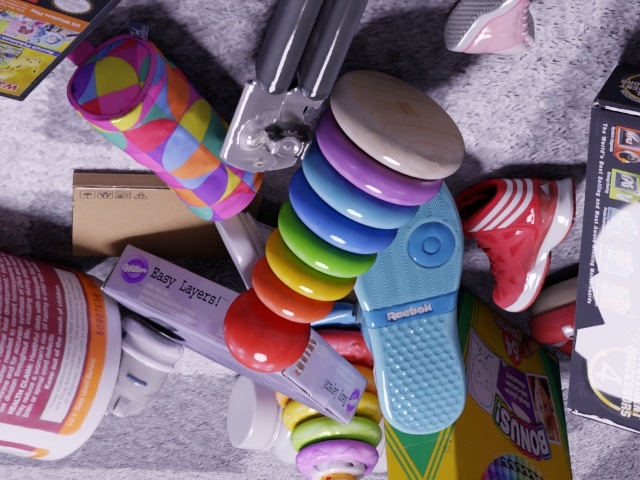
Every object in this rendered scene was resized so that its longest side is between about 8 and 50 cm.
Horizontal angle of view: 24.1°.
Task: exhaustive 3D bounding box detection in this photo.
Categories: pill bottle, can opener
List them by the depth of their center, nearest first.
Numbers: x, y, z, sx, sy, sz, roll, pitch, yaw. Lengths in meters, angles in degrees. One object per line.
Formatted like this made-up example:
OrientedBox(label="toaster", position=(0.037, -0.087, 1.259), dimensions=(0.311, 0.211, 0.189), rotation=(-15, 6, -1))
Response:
OrientedBox(label="can opener", position=(-0.024, -0.172, 1.332), dimensions=(0.076, 0.095, 0.283), rotation=(6, 136, -18))
OrientedBox(label="pill bottle", position=(-0.435, 0.099, 1.628), dimensions=(0.392, 0.224, 0.224), rotation=(19, 145, -36))
OrientedBox(label="pill bottle", position=(-0.006, 0.248, 2.073), dimensions=(0.229, 0.131, 0.131), rotation=(10, 150, -24))

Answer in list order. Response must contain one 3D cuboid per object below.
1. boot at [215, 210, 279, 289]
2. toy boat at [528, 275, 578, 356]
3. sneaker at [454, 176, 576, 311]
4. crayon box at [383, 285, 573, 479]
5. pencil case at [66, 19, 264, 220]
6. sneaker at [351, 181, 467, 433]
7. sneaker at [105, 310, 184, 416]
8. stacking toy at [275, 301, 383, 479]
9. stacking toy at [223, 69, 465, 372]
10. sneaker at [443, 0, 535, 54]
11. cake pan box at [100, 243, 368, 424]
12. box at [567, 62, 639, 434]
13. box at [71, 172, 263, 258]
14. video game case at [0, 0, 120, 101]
OrientedBox(label="boot", position=(-0.034, 0.004, 1.631), dimensions=(0.123, 0.095, 0.258), rotation=(-27, 164, -1))
OrientedBox(label="toy boat", position=(0.361, 0.134, 1.878), dimensions=(0.151, 0.151, 0.231), rotation=(-23, 147, 31))
OrientedBox(label="sneaker", position=(0.198, -0.004, 1.690), dimensions=(0.128, 0.087, 0.221), rotation=(9, 139, -7))
OrientedBox(label="crayon box", position=(0.208, 0.251, 1.909), dimensions=(0.106, 0.313, 0.363), rotation=(-19, 149, 27))
OrientedBox(label="pencil case", position=(-0.143, -0.107, 1.413), dimensions=(0.104, 0.104, 0.236), rotation=(-15, 149, 20))
OrientedBox(label="sneaker", position=(0.087, 0.036, 1.683), dimensions=(0.127, 0.208, 0.319), rotation=(-5, 113, -4))
OrientedBox(label="sneaker", position=(-0.239, 0.152, 1.796), dimensions=(0.105, 0.115, 0.281), rotation=(31, 172, -5))
OrientedBox(label="stacking toy", position=(0.019, 0.244, 1.882), dimensions=(0.175, 0.301, 0.166), rotation=(-18, 149, 23))
OrientedBox(label="stacking toy", position=(0.000, 0.000, 1.459), dimensions=(0.141, 0.141, 0.330), rotation=(15, 123, -32))
OrientedBox(label="sneaker", position=(0.168, -0.205, 1.311), dimensions=(0.070, 0.051, 0.134), rotation=(7, 154, -23))
OrientedBox(label="cake pan box", position=(-0.090, 0.114, 1.719), dimensions=(0.246, 0.070, 0.267), rotation=(25, 170, 25))
OrientedBox(label="box", position=(0.414, 0.043, 1.467), dimensions=(0.318, 0.097, 0.395), rotation=(15, 128, 21))
OrientedBox(label="box", position=(-0.172, -0.024, 1.644), dimensions=(0.201, 0.021, 0.164), rotation=(1, 153, -10))
OrientedBox(label="video game case", position=(-0.313, -0.220, 1.234), dimensions=(0.275, 0.035, 0.248), rotation=(15, 147, -34))
